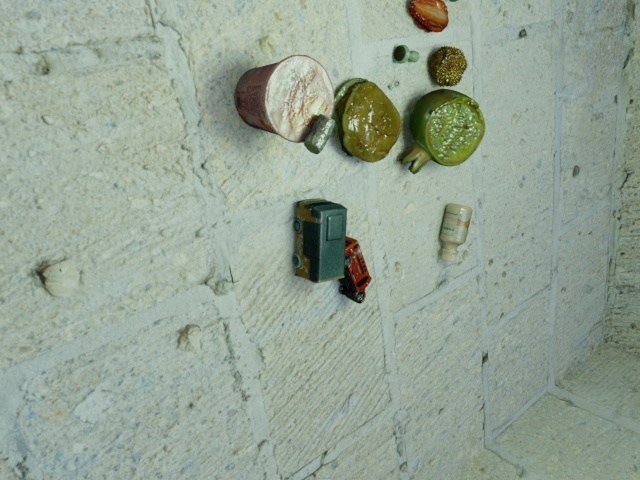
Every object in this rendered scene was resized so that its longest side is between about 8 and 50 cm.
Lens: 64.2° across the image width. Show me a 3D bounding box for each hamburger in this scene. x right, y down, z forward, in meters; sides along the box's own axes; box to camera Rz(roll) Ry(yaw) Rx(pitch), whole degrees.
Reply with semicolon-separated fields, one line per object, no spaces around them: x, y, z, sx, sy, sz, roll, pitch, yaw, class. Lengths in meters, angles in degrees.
0.167;-0.422;1.809;0.285;0.134;0.266;37;81;-41;hamburger

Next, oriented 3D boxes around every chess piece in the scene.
0.326;-0.691;1.905;0.103;0.067;0.067;-11;109;-44;chess piece

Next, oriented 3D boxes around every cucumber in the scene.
0.001;-0.306;1.462;0.064;0.064;0.112;36;78;-38;cucumber

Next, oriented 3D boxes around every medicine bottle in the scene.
0.592;-0.033;2.261;0.114;0.114;0.252;4;101;-39;medicine bottle

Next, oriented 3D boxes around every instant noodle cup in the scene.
-0.121;-0.419;1.522;0.243;0.231;0.243;-11;109;-35;instant noodle cup

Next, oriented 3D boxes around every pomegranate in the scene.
0.449;-0.425;1.995;0.358;0.216;0.309;-41;130;15;pomegranate

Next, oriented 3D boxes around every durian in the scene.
0.500;-0.681;2.000;0.168;0.137;0.158;2;80;-47;durian

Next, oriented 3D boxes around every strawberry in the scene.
0.398;-0.851;1.912;0.188;0.082;0.121;11;80;-29;strawberry

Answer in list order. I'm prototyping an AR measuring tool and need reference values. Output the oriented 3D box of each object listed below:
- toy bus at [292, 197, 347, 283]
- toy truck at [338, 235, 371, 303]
0.000;0.000;1.775;0.138;0.167;0.275;-8;107;-36;toy bus
0.117;0.113;1.935;0.114;0.107;0.253;-36;122;-24;toy truck
